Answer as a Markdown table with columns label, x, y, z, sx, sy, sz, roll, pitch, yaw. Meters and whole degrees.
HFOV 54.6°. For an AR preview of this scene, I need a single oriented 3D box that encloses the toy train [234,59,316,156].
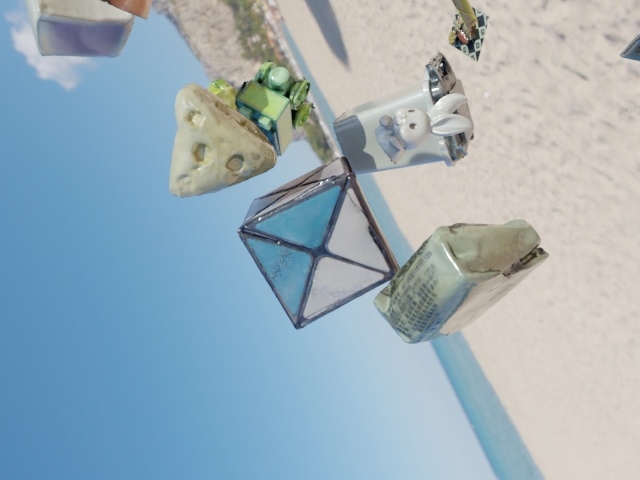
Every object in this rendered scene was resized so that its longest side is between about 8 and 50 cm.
| label | x | y | z | sx | sy | sz | roll | pitch | yaw |
| --- | --- | --- | --- | --- | --- | --- | --- | --- | --- |
| toy train | -0.127 | -0.362 | 1.715 | 0.159 | 0.188 | 0.272 | 29 | 164 | 9 |

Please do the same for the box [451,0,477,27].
| label | x | y | z | sx | sy | sz | roll | pitch | yaw |
| --- | --- | --- | --- | --- | --- | --- | --- | --- | --- |
| box | 0.179 | -0.391 | 0.899 | 0.156 | 0.022 | 0.089 | 43 | -152 | -43 |

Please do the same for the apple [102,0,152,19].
| label | x | y | z | sx | sy | sz | roll | pitch | yaw |
| --- | --- | --- | --- | --- | --- | --- | --- | --- | --- |
| apple | -0.405 | -0.524 | 1.063 | 0.251 | 0.163 | 0.293 | 37 | -164 | 27 |

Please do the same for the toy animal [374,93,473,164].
| label | x | y | z | sx | sy | sz | roll | pitch | yaw |
| --- | --- | --- | --- | --- | --- | --- | --- | --- | --- |
| toy animal | 0.238 | -0.275 | 1.455 | 0.130 | 0.220 | 0.104 | 29 | -138 | -48 |

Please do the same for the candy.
| label | x | y | z | sx | sy | sz | roll | pitch | yaw |
| --- | --- | --- | --- | --- | --- | --- | --- | --- | --- |
| candy | -0.573 | -0.595 | 1.414 | 0.145 | 0.208 | 0.359 | -49 | 59 | 54 |

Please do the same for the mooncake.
| label | x | y | z | sx | sy | sz | roll | pitch | yaw |
| --- | --- | --- | --- | --- | --- | --- | --- | --- | --- |
| mooncake | 0.229 | 0.063 | 1.059 | 0.250 | 0.254 | 0.136 | -8 | -124 | -41 |

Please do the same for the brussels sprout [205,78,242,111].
| label | x | y | z | sx | sy | sz | roll | pitch | yaw |
| --- | --- | --- | --- | --- | --- | --- | --- | --- | --- |
| brussels sprout | -0.301 | -0.403 | 1.952 | 0.223 | 0.161 | 0.223 | 42 | 144 | 41 |

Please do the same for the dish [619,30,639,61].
| label | x | y | z | sx | sy | sz | roll | pitch | yaw |
| --- | --- | --- | --- | --- | --- | --- | --- | --- | --- |
| dish | 0.939 | -0.558 | 1.707 | 0.234 | 0.154 | 0.064 | 13 | -89 | -81 |

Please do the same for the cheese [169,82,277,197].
| label | x | y | z | sx | sy | sz | roll | pitch | yaw |
| --- | --- | --- | --- | --- | --- | --- | --- | --- | --- |
| cheese | -0.222 | -0.228 | 1.417 | 0.174 | 0.247 | 0.252 | -121 | 31 | -69 |

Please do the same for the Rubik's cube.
| label | x | y | z | sx | sy | sz | roll | pitch | yaw |
| --- | --- | --- | --- | --- | --- | --- | --- | --- | --- |
| Rubik's cube | 0.000 | 0.000 | 1.561 | 0.307 | 0.305 | 0.310 | 62 | -174 | -13 |

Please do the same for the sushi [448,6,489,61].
| label | x | y | z | sx | sy | sz | roll | pitch | yaw |
| --- | --- | --- | --- | --- | --- | --- | --- | --- | --- |
| sushi | 0.362 | -0.526 | 1.560 | 0.126 | 0.026 | 0.120 | 51 | 148 | 41 |

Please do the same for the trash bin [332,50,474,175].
| label | x | y | z | sx | sy | sz | roll | pitch | yaw |
| --- | --- | --- | --- | --- | --- | --- | --- | --- | --- |
| trash bin | 0.237 | -0.352 | 1.817 | 0.296 | 0.367 | 0.256 | 67 | -151 | -21 |
